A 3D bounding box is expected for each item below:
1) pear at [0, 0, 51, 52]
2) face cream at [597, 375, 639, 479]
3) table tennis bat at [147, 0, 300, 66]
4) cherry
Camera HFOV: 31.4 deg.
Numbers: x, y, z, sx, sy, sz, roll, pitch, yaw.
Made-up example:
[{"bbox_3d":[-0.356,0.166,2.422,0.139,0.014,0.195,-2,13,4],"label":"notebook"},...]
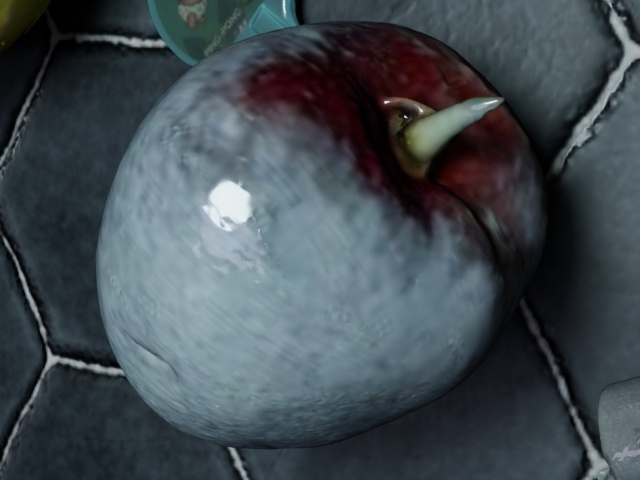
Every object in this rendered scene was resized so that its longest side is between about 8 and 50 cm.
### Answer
[{"bbox_3d":[-0.313,-0.265,0.779,0.336,0.285,0.285,45,116,37],"label":"pear"},{"bbox_3d":[0.283,0.073,0.575,0.283,0.073,0.073,-21,85,30],"label":"face cream"},{"bbox_3d":[-0.044,-0.156,0.766,0.201,0.033,0.124,44,116,24],"label":"table tennis bat"},{"bbox_3d":[0.000,0.000,0.627,0.218,0.255,0.296,46,131,9],"label":"cherry"}]
